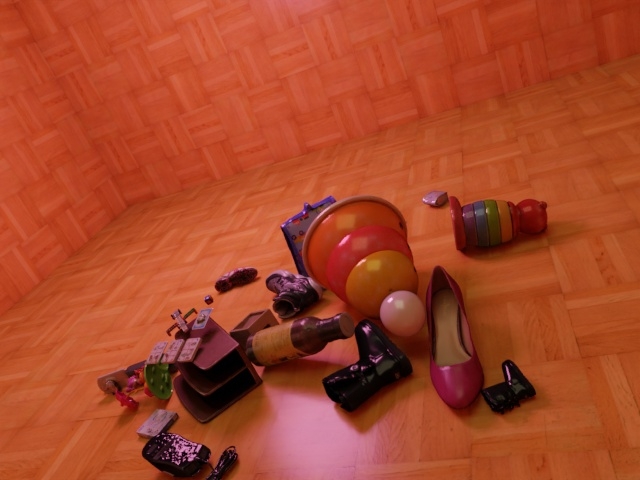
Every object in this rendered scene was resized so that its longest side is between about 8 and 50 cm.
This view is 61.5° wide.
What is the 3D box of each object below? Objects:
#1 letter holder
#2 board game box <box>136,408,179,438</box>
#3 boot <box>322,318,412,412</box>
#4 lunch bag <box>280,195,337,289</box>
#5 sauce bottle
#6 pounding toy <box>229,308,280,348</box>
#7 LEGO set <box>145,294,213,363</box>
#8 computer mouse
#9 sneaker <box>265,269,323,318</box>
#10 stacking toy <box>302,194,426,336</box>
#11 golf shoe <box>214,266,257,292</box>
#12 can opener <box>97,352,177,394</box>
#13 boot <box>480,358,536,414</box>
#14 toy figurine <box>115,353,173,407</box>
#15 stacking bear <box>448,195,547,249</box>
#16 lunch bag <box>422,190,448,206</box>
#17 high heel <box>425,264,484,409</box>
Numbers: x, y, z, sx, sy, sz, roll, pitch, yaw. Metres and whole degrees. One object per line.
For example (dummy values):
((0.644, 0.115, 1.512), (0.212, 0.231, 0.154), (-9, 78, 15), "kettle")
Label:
((-0.351, 0.374, 1.605), (0.214, 0.152, 0.302), (-35, 26, -21), "letter holder")
((-0.467, 0.527, 1.543), (0.090, 0.020, 0.090), (-3, 31, 36), "board game box")
((0.091, 0.319, 1.398), (0.207, 0.094, 0.246), (-25, 30, -16), "boot")
((0.000, 0.000, 1.899), (0.221, 0.293, 0.138), (-30, 25, -17), "lunch bag")
((-0.060, 0.277, 1.522), (0.344, 0.111, 0.111), (-22, 20, 36), "sauce bottle")
((-0.189, 0.287, 1.736), (0.130, 0.100, 0.141), (-18, 17, 47), "pounding toy")
((-0.404, 0.277, 1.636), (0.182, 0.060, 0.244), (-12, 41, 28), "LEGO set")
((-0.343, 0.568, 1.310), (0.262, 0.060, 0.184), (2, 28, 23), "computer mouse")
((-0.130, 0.185, 1.859), (0.269, 0.101, 0.153), (6, 34, 44), "sneaker")
((0.167, 0.115, 1.542), (0.351, 0.350, 0.480), (-24, 35, -4), "stacking toy")
((-0.340, 0.143, 2.177), (0.186, 0.067, 0.086), (-19, 23, 8), "golf shoe")
((-0.610, 0.436, 1.792), (0.280, 0.074, 0.093), (-20, 23, 6), "can opener")
((0.402, 0.321, 1.187), (0.099, 0.045, 0.121), (-23, 28, -2), "boot")
((-0.563, 0.446, 1.677), (0.159, 0.130, 0.173), (-28, 39, 12), "toy figurine")
((0.570, -0.063, 1.718), (0.289, 0.175, 0.164), (-8, 25, 14), "stacking bear")
((0.455, -0.162, 2.141), (0.083, 0.053, 0.071), (-27, 24, -34), "lunch bag")
((0.303, 0.224, 1.303), (0.127, 0.181, 0.377), (-17, 24, 13), "high heel")
